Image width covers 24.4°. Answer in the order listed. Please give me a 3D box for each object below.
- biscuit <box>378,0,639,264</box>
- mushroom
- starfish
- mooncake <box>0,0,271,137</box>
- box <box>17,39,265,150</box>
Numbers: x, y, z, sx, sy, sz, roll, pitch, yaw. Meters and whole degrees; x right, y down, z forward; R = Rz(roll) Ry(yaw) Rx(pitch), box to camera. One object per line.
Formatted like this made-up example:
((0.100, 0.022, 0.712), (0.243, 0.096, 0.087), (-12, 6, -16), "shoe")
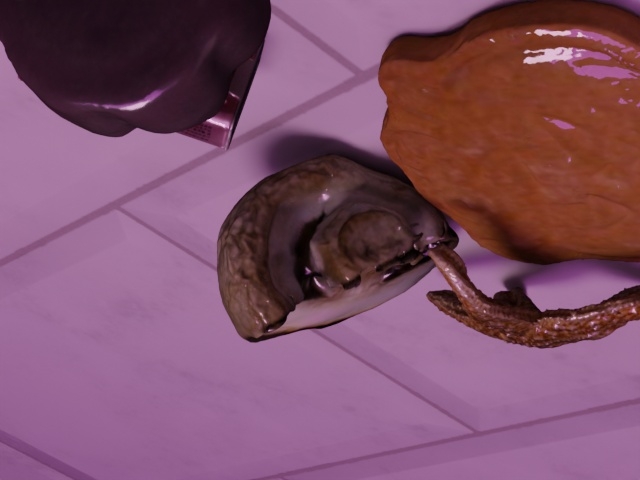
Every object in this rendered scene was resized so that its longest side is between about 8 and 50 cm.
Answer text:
((0.238, -0.087, 1.471), (0.365, 0.062, 0.385), (-4, 145, 35), "biscuit")
((0.002, 0.001, 1.644), (0.267, 0.164, 0.189), (-26, 169, -10), "mushroom")
((0.236, 0.070, 1.616), (0.375, 0.094, 0.327), (1, 172, 40), "starfish")
((-0.167, -0.211, 1.307), (0.245, 0.245, 0.133), (4, 170, 23), "mooncake")
((-0.178, -0.181, 1.478), (0.224, 0.120, 0.069), (17, 155, -3), "box")
